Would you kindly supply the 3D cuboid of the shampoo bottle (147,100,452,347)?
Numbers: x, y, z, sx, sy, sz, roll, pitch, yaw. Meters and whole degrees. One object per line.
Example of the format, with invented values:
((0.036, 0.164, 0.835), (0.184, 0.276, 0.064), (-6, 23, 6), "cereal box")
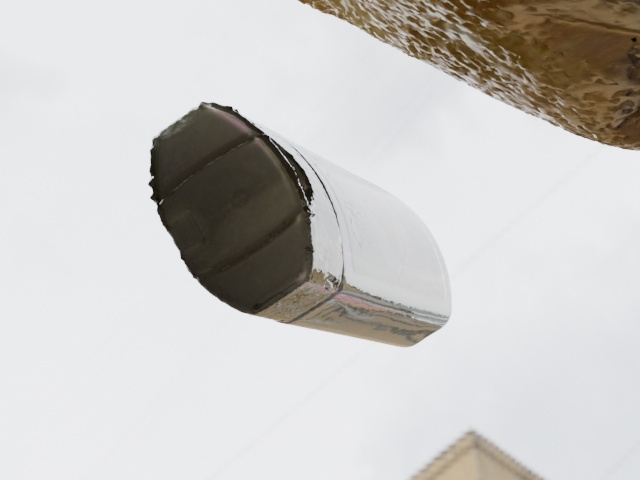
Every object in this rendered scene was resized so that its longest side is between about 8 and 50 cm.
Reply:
((0.000, 0.000, 0.682), (0.056, 0.086, 0.227), (-35, -16, 11), "shampoo bottle")

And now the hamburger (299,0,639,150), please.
((0.075, -0.161, 0.665), (0.170, 0.314, 0.290), (-61, -27, 1), "hamburger")
